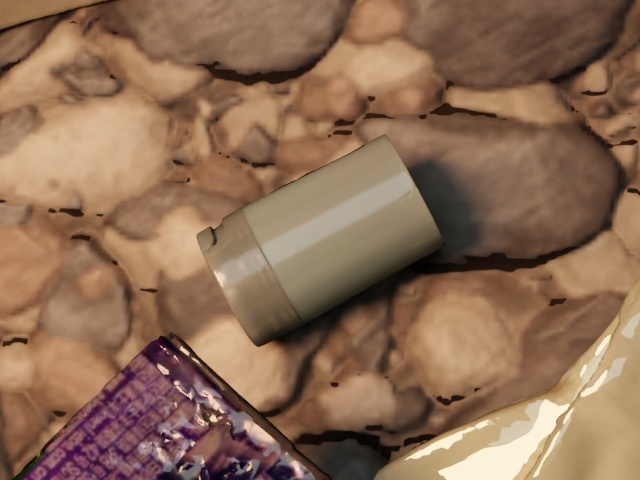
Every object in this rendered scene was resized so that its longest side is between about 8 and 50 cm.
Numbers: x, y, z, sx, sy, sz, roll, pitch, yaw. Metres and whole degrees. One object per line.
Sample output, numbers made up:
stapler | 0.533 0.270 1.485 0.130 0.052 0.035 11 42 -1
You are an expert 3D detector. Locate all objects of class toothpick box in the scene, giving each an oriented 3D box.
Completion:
toothpick box | 0.000 0.000 0.732 0.083 0.052 0.052 -28 68 0

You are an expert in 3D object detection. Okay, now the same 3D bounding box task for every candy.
candy | -0.128 0.166 0.607 0.312 0.061 0.088 -43 70 -15

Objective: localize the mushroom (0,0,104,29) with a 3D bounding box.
mushroom | -0.210 -0.222 0.834 0.159 0.122 0.329 -15 65 -32

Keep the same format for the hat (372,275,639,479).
hat | 0.087 0.173 0.605 0.301 0.258 0.168 -36 109 23
